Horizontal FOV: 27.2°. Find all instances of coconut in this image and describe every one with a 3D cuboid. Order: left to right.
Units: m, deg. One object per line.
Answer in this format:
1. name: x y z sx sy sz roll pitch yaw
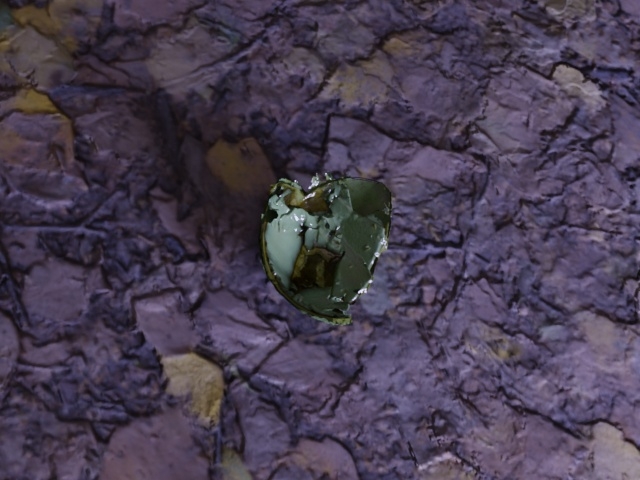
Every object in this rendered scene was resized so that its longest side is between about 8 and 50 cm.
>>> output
1. coconut: 0.001 0.002 1.206 0.133 0.055 0.158 38 58 4
